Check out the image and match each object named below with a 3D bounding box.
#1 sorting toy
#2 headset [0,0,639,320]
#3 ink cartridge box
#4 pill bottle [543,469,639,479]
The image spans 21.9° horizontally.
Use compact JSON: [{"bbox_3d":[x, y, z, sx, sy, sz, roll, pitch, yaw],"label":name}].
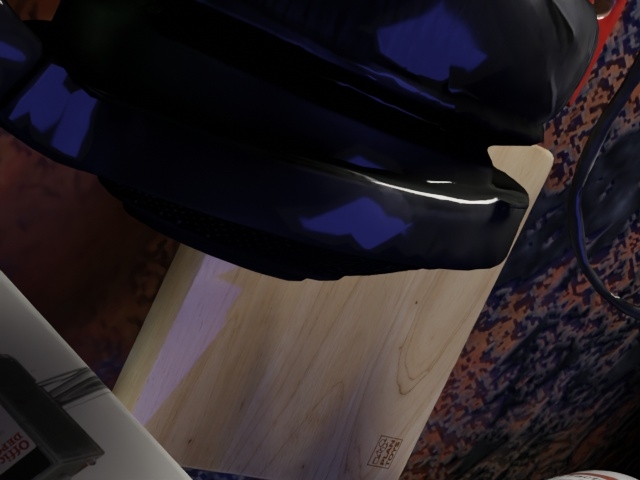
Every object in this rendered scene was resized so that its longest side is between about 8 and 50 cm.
[{"bbox_3d":[0.000,0.000,0.530,0.132,0.046,0.274,17,101,-48],"label":"sorting toy"},{"bbox_3d":[0.050,-0.082,0.375,0.243,0.185,0.394,-52,134,-6],"label":"headset"},{"bbox_3d":[-0.083,0.073,0.445,0.056,0.135,0.099,-30,143,-26],"label":"ink cartridge box"},{"bbox_3d":[0.109,0.175,0.779,0.216,0.121,0.121,-3,126,-47],"label":"pill bottle"}]
